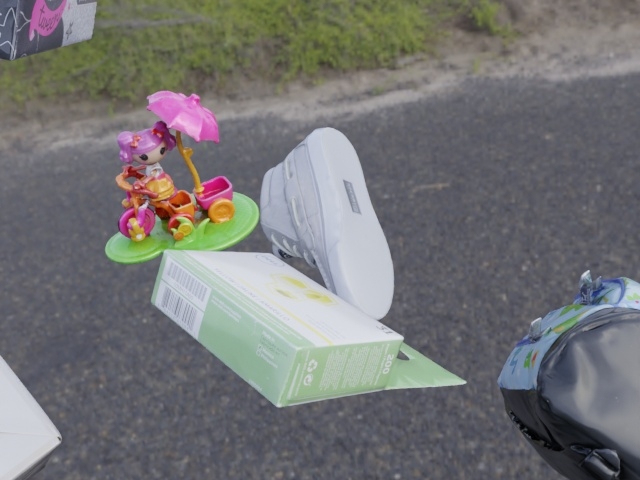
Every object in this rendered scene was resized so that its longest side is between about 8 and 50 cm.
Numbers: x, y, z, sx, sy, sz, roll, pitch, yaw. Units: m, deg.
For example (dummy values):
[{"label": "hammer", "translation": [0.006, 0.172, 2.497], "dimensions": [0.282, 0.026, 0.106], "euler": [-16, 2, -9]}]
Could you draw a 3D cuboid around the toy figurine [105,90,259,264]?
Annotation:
[{"label": "toy figurine", "translation": [-0.161, -0.076, 0.982], "dimensions": [0.173, 0.159, 0.130], "euler": [-20, 34, -16]}]

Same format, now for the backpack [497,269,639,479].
[{"label": "backpack", "translation": [0.323, 0.170, 0.967], "dimensions": [0.290, 0.355, 0.273], "euler": [33, 72, 4]}]

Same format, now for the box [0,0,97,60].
[{"label": "box", "translation": [-0.261, -0.238, 0.739], "dimensions": [0.142, 0.163, 0.247], "euler": [11, 15, -3]}]

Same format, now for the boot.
[{"label": "boot", "translation": [0.000, 0.000, 1.094], "dimensions": [0.123, 0.095, 0.258], "euler": [-34, 50, 33]}]

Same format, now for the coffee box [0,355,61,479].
[{"label": "coffee box", "translation": [-0.344, 0.202, 0.853], "dimensions": [0.168, 0.119, 0.297], "euler": [-37, -2, -24]}]

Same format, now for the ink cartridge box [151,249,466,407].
[{"label": "ink cartridge box", "translation": [0.002, 0.067, 0.782], "dimensions": [0.235, 0.056, 0.171], "euler": [1, 22, -46]}]
